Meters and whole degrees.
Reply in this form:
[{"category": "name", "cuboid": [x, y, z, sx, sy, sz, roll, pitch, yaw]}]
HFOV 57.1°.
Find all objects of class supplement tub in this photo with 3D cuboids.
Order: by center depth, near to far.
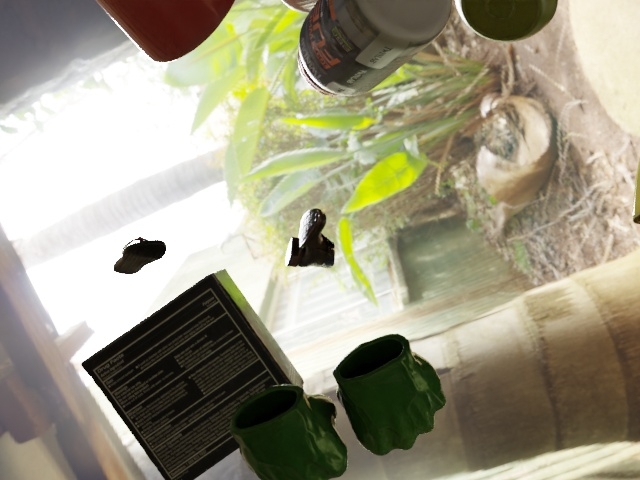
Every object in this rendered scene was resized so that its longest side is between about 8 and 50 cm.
[{"category": "supplement tub", "cuboid": [0.078, -0.386, 1.076, 0.193, 0.194, 0.316, 67, 158, -1]}]

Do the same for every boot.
[{"category": "boot", "cuboid": [0.000, 0.000, 1.324, 0.219, 0.106, 0.082, 126, 151, -56]}]

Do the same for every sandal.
[{"category": "sandal", "cuboid": [-0.340, 0.022, 1.091, 0.067, 0.179, 0.040, 15, -116, -33]}]

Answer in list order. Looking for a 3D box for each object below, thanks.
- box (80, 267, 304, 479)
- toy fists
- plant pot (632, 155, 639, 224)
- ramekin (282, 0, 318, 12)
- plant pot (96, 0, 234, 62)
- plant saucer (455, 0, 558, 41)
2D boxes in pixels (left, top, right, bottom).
[{"category": "box", "cuboid": [-0.232, 0.255, 1.142, 0.294, 0.296, 0.183, 56, 179, -2]}, {"category": "toy fists", "cuboid": [0.026, 0.232, 0.774, 0.142, 0.279, 0.096, 63, -177, -21]}, {"category": "plant pot", "cuboid": [0.571, -0.133, 0.796, 0.212, 0.212, 0.187, 112, 167, -62]}, {"category": "ramekin", "cuboid": [0.003, -0.687, 1.401, 0.127, 0.273, 0.273, 17, 149, 39]}, {"category": "plant pot", "cuboid": [-0.321, -0.512, 1.086, 0.243, 0.275, 0.274, 33, -147, -49]}, {"category": "plant saucer", "cuboid": [0.425, -0.554, 1.375, 0.037, 0.241, 0.241, -63, -35, -25]}]
